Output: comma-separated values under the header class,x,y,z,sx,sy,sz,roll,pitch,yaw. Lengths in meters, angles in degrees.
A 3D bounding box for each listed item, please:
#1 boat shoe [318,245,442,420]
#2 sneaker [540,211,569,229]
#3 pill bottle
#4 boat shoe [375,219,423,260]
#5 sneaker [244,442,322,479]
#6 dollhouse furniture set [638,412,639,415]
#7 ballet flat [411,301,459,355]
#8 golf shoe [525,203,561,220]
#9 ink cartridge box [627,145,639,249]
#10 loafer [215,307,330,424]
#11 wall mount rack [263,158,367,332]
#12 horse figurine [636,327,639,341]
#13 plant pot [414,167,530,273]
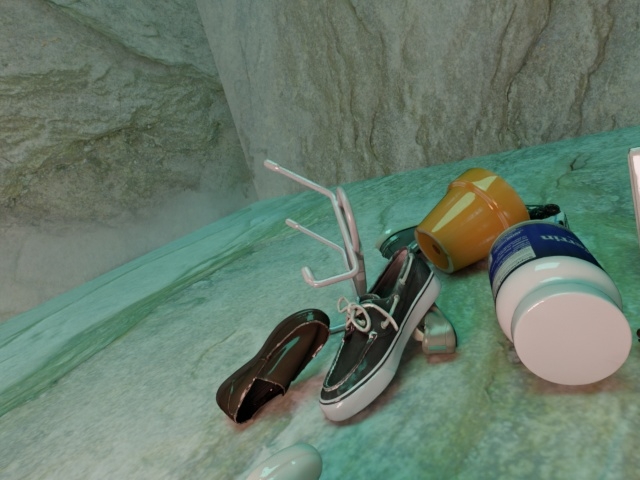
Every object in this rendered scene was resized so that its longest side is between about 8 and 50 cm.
class,x,y,z,sx,sy,sz,roll,pitch,yaw
boat shoe,0.082,0.125,0.679,0.306,0.105,0.113,-46,15,-28
sneaker,0.502,-0.011,0.974,0.083,0.071,0.191,-15,4,32
pill bottle,0.329,0.076,0.633,0.153,0.153,0.264,-11,16,20
boat shoe,0.296,-0.003,1.158,0.320,0.116,0.099,-16,56,-28
sneaker,-0.060,0.294,0.418,0.212,0.080,0.094,-34,34,-33
dollhouse furniture set,0.396,0.185,0.407,0.076,0.058,0.152,-27,-3,-12
ballet flat,0.175,0.128,0.762,0.068,0.072,0.213,-10,16,1
golf shoe,0.500,-0.051,1.121,0.198,0.077,0.094,-4,6,18
ink cartridge box,0.671,-0.084,0.712,0.270,0.198,0.197,-8,7,35
loafer,-0.061,0.200,0.677,0.220,0.080,0.078,-46,32,-3
wall mount rack,0.000,0.000,0.867,0.131,0.350,0.304,-16,56,-2
horse figurine,0.435,0.105,0.446,0.175,0.066,0.263,0,0,32
plant pot,0.325,-0.029,0.997,0.188,0.205,0.205,-35,17,-9
